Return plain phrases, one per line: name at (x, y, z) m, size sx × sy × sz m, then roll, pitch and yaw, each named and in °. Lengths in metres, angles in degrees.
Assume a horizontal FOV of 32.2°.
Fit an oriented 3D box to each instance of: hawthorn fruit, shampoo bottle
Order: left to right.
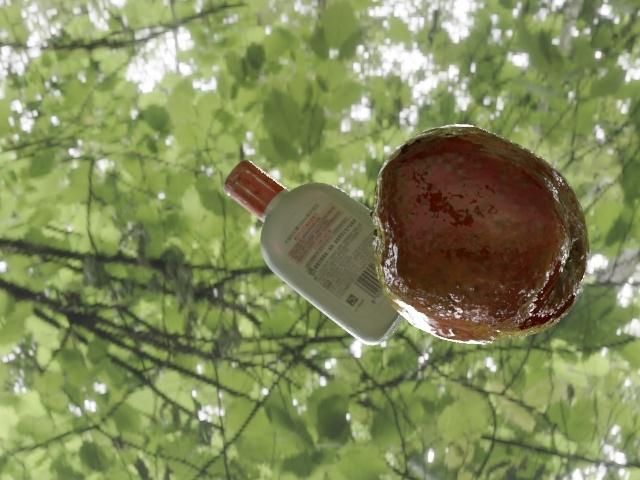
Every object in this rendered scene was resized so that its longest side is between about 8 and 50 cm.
shampoo bottle at (0.000, 0.000, 1.078) m, size 0.221 × 0.051 × 0.108 m, roll 38°, pitch -99°, yaw 14°
hawthorn fruit at (0.083, -0.002, 0.593) m, size 0.128 × 0.128 × 0.128 m, roll -1°, pitch -131°, yaw 1°
